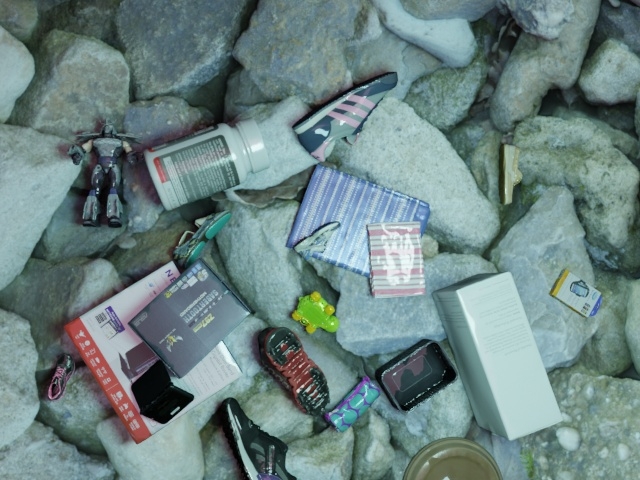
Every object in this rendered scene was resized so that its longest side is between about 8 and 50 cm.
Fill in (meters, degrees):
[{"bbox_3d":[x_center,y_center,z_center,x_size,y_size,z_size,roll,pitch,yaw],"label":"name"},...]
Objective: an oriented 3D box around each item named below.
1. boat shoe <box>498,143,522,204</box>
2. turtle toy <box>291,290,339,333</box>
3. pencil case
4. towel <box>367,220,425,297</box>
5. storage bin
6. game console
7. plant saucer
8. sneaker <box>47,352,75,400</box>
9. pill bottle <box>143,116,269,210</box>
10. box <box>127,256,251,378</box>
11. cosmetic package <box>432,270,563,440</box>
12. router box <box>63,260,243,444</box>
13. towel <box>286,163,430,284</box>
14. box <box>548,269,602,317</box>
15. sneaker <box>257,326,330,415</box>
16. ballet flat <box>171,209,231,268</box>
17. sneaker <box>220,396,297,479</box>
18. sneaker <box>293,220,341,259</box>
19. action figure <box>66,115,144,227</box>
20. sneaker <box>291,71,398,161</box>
[{"bbox_3d":[0.521,-0.180,1.823,0.059,0.063,0.170,3,83,-1],"label":"boat shoe"},{"bbox_3d":[-0.005,0.188,1.715,0.130,0.066,0.095,44,104,-4],"label":"turtle toy"},{"bbox_3d":[0.081,0.417,1.703,0.151,0.064,0.070,-43,126,-10],"label":"pencil case"},{"bbox_3d":[0.198,0.048,1.742,0.144,0.029,0.197,-4,87,-6],"label":"towel"},{"bbox_3d":[0.246,0.346,1.724,0.180,0.084,0.122,-31,89,-10],"label":"storage bin"},{"bbox_3d":[-0.369,0.355,1.566,0.107,0.071,0.122,35,116,-28],"label":"game console"},{"bbox_3d":[0.347,0.652,1.729,0.277,0.041,0.278,1,85,-7],"label":"plant saucer"},{"bbox_3d":[-0.631,0.332,1.623,0.047,0.057,0.119,13,81,-4],"label":"sneaker"},{"bbox_3d":[-0.280,-0.195,1.670,0.283,0.161,0.161,-21,87,-9],"label":"pill bottle"},{"bbox_3d":[-0.309,0.184,1.595,0.232,0.059,0.183,-42,92,-9],"label":"box"},{"bbox_3d":[0.437,0.284,1.691,0.156,0.217,0.385,-20,89,-9],"label":"cosmetic package"},{"bbox_3d":[-0.404,0.269,1.646,0.301,0.082,0.336,-33,89,-9],"label":"router box"},{"bbox_3d":[0.106,-0.038,1.774,0.335,0.040,0.243,20,84,-4],"label":"towel"},{"bbox_3d":[0.702,0.149,1.833,0.136,0.028,0.081,34,81,-5],"label":"box"},{"bbox_3d":[-0.071,0.321,1.680,0.097,0.135,0.276,-40,114,-21],"label":"sneaker"},{"bbox_3d":[-0.308,-0.017,1.701,0.070,0.070,0.188,40,77,-2],"label":"ballet flat"},{"bbox_3d":[-0.152,0.507,1.661,0.124,0.107,0.283,-22,91,-24],"label":"sneaker"},{"bbox_3d":[0.000,0.000,1.723,0.135,0.052,0.058,-34,100,1],"label":"sneaker"},{"bbox_3d":[-0.531,-0.175,1.669,0.185,0.099,0.285,-1,80,1],"label":"action figure"},{"bbox_3d":[0.085,-0.329,1.773,0.319,0.112,0.131,-32,106,-7],"label":"sneaker"}]
